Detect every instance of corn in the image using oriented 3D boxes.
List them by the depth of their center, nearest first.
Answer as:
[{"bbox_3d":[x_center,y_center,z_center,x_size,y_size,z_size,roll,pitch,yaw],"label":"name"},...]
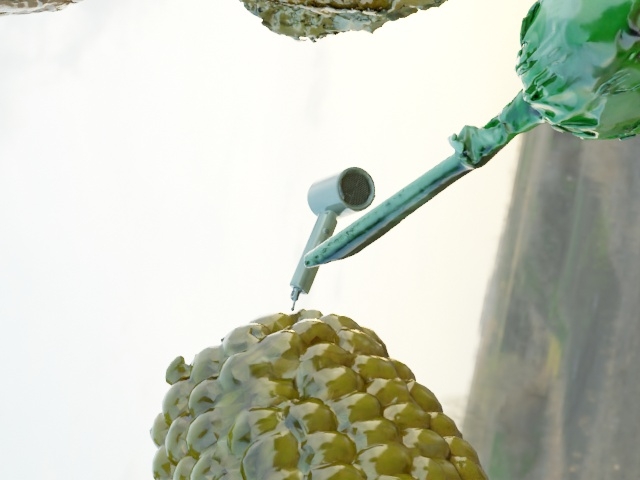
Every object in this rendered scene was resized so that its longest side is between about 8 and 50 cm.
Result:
[{"bbox_3d":[0.049,0.195,0.372,0.144,0.144,0.387,90,159,-49],"label":"corn"}]

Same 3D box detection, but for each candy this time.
[{"bbox_3d":[0.085,-0.050,0.692,0.323,0.097,0.097,-37,25,44],"label":"candy"}]

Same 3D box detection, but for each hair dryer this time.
[{"bbox_3d":[0.000,0.000,0.962,0.063,0.038,0.124,-18,46,65],"label":"hair dryer"}]

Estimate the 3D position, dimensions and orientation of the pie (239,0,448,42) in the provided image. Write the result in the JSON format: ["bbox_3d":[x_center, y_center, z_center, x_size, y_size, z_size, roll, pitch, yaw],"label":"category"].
[{"bbox_3d":[0.032,-0.292,0.961,0.085,0.308,0.308,-71,-12,-52],"label":"pie"}]

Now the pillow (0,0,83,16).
[{"bbox_3d":[-0.324,-0.256,1.246,0.232,0.126,0.043,-160,64,-64],"label":"pillow"}]
